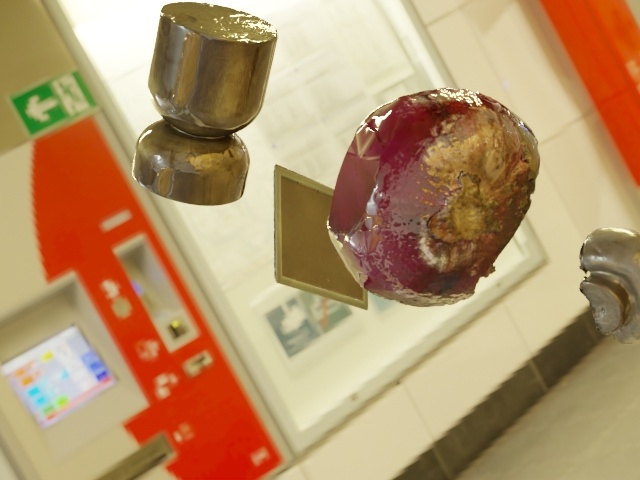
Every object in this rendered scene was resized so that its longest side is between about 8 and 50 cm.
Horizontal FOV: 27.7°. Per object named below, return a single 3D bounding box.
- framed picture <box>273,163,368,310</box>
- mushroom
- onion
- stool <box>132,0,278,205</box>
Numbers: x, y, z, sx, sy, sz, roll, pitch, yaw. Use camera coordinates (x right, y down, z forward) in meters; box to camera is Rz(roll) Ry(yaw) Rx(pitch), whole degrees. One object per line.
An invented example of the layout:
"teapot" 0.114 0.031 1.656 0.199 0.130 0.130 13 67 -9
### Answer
"framed picture" 0.000 0.000 2.294 0.017 0.217 0.274 -13 -22 34
"mushroom" 0.479 0.062 1.977 0.117 0.188 0.141 -22 12 38
"onion" 0.077 -0.049 1.141 0.195 0.140 0.218 -67 25 6
"stool" -0.175 -0.207 1.947 0.179 0.264 0.179 11 24 -5
